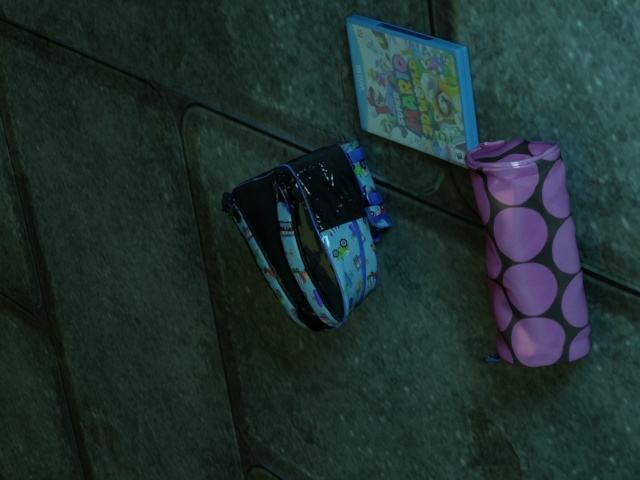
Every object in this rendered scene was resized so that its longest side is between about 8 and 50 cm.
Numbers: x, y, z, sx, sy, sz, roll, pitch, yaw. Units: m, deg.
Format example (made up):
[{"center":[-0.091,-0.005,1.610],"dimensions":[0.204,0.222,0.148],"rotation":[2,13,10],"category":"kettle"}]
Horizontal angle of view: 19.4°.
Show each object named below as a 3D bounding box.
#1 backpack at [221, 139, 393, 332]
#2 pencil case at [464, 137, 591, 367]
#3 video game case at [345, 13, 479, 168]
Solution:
[{"center":[0.000,0.000,1.897],"dimensions":[0.158,0.117,0.173],"rotation":[-22,92,61],"category":"backpack"},{"center":[0.179,0.009,1.648],"dimensions":[0.098,0.095,0.209],"rotation":[-129,27,-65],"category":"pencil case"},{"center":[0.086,-0.141,1.755],"dimensions":[0.166,0.015,0.119],"rotation":[25,132,50],"category":"video game case"}]
